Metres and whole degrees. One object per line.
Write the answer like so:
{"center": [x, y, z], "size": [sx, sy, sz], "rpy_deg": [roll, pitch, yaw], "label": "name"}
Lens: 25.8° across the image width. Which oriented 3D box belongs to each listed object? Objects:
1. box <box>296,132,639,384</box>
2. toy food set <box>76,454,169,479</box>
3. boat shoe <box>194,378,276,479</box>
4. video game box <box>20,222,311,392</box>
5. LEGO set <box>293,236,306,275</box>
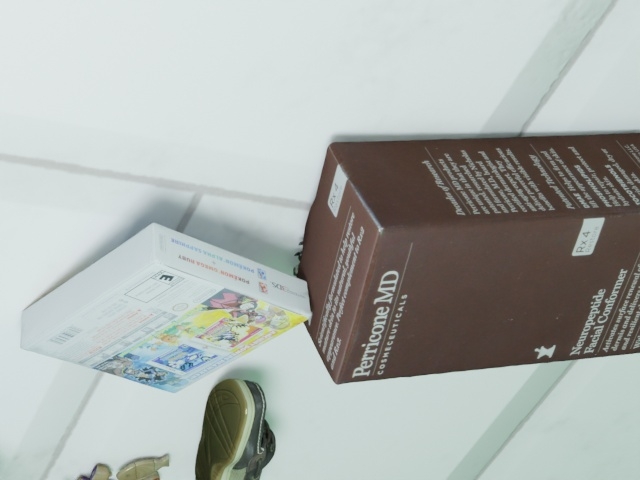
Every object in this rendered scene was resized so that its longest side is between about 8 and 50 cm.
{"center": [0.182, 0.011, 1.338], "size": [0.381, 0.143, 0.191], "rpy_deg": [-3, 130, -21], "label": "box"}
{"center": [-0.230, 0.269, 1.547], "size": [0.122, 0.019, 0.078], "rpy_deg": [-10, 139, -26], "label": "toy food set"}
{"center": [-0.085, 0.217, 1.513], "size": [0.073, 0.080, 0.223], "rpy_deg": [-8, 143, -24], "label": "boat shoe"}
{"center": [-0.145, 0.069, 1.304], "size": [0.187, 0.048, 0.205], "rpy_deg": [25, 138, -38], "label": "video game box"}
{"center": [0.002, 0.000, 1.359], "size": [0.083, 0.023, 0.054], "rpy_deg": [-31, 143, -10], "label": "LEGO set"}
